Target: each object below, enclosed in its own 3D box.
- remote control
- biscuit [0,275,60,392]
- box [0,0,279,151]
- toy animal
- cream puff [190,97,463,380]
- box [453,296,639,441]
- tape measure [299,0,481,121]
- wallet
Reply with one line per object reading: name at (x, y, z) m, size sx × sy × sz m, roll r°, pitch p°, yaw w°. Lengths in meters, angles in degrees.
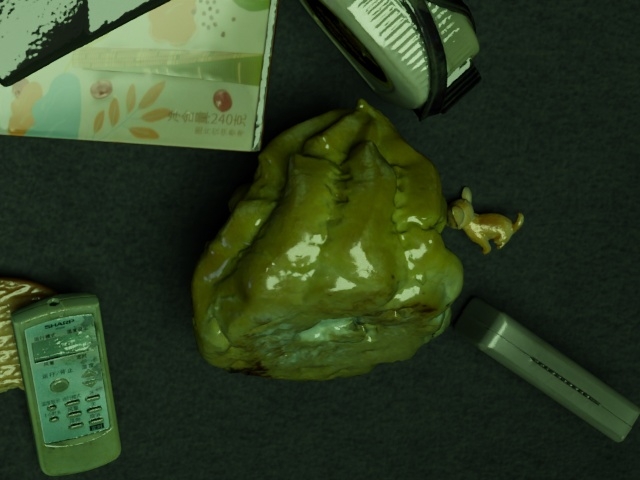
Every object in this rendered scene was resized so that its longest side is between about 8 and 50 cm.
remote control at (-0.284, 0.165, 1.985) m, size 0.098 × 0.038 × 0.233 m, roll -13°, pitch 124°, yaw -14°
biscuit at (-0.366, 0.108, 1.974) m, size 0.224 × 0.033 × 0.144 m, roll -9°, pitch 110°, yaw -18°
box at (-0.237, -0.281, 1.850) m, size 0.385 × 0.122 × 0.344 m, roll 3°, pitch 105°, yaw -18°
toy animal at (0.190, -0.028, 2.095) m, size 0.081 × 0.060 × 0.083 m, roll -25°, pitch 120°, yaw 35°
cream puff at (-0.001, 0.001, 1.949) m, size 0.291 × 0.324 × 0.257 m, roll -3°, pitch 67°, yaw -5°
box at (0.277, 0.158, 2.151) m, size 0.244 × 0.103 × 0.055 m, roll 34°, pitch 90°, yaw -23°
tape measure at (0.091, -0.237, 1.906) m, size 0.133 × 0.231 × 0.271 m, roll -41°, pitch 113°, yaw -4°
wallet at (-0.241, -0.262, 1.773) m, size 0.244 × 0.025 × 0.124 m, roll -30°, pitch 112°, yaw -8°
